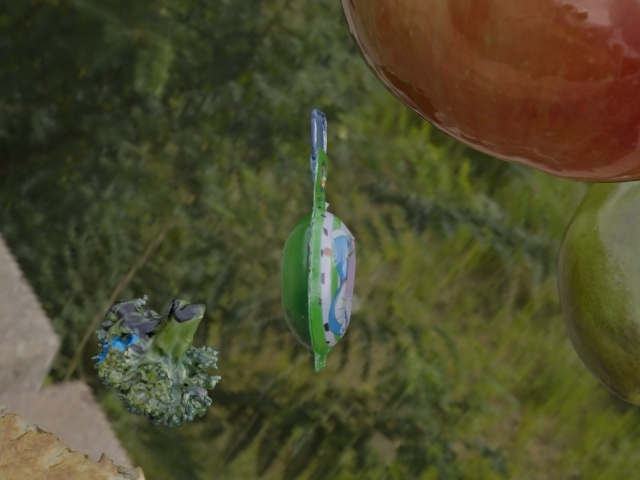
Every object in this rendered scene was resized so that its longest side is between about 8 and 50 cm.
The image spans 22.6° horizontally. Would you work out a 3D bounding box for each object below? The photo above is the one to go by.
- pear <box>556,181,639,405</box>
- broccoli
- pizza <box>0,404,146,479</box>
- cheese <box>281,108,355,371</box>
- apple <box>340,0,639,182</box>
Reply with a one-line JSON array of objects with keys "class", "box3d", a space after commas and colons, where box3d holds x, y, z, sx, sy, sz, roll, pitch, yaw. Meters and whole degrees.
[{"class": "pear", "box3d": [0.413, 0.050, 1.901, 0.269, 0.269, 0.321, 14, 63, -23]}, {"class": "broccoli", "box3d": [-0.184, 0.130, 1.872, 0.154, 0.160, 0.167, 15, 35, -14]}, {"class": "pizza", "box3d": [-0.374, 0.284, 1.607, 0.406, 0.130, 0.440, 1, 36, 12]}, {"class": "cheese", "box3d": [0.000, 0.000, 1.972, 0.083, 0.321, 0.204, 1, 1, 8]}, {"class": "apple", "box3d": [0.132, -0.155, 0.755, 0.242, 0.241, 0.242, 17, 12, -4]}]
